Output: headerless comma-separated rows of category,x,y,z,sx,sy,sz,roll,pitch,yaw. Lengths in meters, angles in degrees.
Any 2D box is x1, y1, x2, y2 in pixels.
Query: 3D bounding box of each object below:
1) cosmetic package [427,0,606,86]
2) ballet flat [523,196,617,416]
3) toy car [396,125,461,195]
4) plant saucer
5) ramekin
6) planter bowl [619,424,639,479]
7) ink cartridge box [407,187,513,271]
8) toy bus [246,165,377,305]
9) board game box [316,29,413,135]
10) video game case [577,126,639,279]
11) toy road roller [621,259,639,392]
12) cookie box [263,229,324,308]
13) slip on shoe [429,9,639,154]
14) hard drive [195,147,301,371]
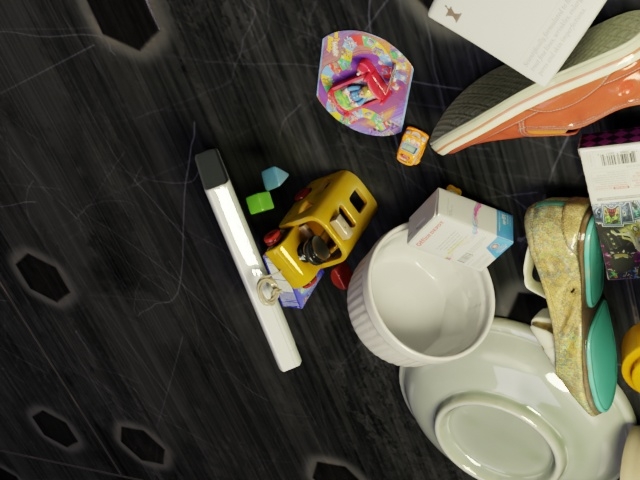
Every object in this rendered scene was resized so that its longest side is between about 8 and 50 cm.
cosmetic package,0.234,-0.294,1.166,0.151,0.183,0.151,32,141,4
ballet flat,0.340,0.089,1.531,0.123,0.123,0.348,7,127,30
toy car,0.152,-0.100,1.527,0.122,0.040,0.060,39,140,-4
plant saucer,0.297,0.297,1.776,0.401,0.100,0.400,19,138,18
ramekin,0.137,0.085,1.602,0.207,0.207,0.109,41,150,-7
planter bowl,0.515,0.359,1.640,0.109,0.162,0.162,1,130,30
ink cartridge box,0.193,-0.014,1.544,0.122,0.052,0.088,19,143,-18
toy bus,0.002,-0.012,1.609,0.104,0.191,0.202,-19,73,44
board game box,0.051,-0.203,1.501,0.133,0.033,0.168,23,138,13
video game case,0.447,-0.049,1.343,0.232,0.042,0.210,-6,126,24
toy road roller,0.522,0.140,1.298,0.330,0.240,0.202,-2,147,19
cookie box,-0.042,0.038,1.758,0.040,0.092,0.107,3,130,28
slip on shoe,0.268,-0.164,1.332,0.331,0.123,0.101,-21,120,40
hard drive,-0.111,0.026,1.697,0.040,0.203,0.307,-22,112,-3
